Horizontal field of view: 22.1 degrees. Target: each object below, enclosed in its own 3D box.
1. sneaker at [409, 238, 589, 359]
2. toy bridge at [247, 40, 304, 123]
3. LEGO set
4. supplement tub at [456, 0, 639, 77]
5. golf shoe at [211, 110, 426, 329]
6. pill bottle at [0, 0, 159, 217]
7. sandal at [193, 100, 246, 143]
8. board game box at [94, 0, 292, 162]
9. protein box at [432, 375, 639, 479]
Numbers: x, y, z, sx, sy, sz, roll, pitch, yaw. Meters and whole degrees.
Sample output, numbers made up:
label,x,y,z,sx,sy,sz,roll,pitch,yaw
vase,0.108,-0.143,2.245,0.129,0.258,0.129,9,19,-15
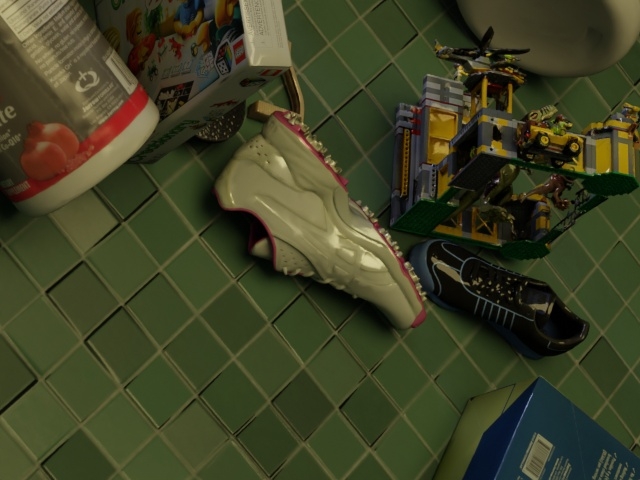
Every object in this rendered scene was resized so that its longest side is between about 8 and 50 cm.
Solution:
label,x,y,z,sx,sy,sz,roll,pitch,yaw
sneaker,0.216,0.062,1.944,0.232,0.090,0.081,31,60,-21
toy bridge,-0.051,-0.141,1.877,0.063,0.026,0.188,17,67,-29
LEGO set,0.219,-0.125,1.892,0.255,0.331,0.192,8,68,-9
supplement tub,0.331,-0.397,2.074,0.241,0.241,0.331,38,58,-17
golf shoe,0.000,0.000,1.831,0.140,0.115,0.306,-38,112,1
pill bottle,-0.317,-0.194,1.606,0.318,0.176,0.176,53,54,-17
sandal,-0.114,-0.168,1.843,0.067,0.040,0.179,39,43,-23
board game box,-0.137,-0.215,1.673,0.053,0.305,0.193,-2,75,-32
protein box,0.245,0.300,1.858,0.201,0.136,0.200,39,57,-17
